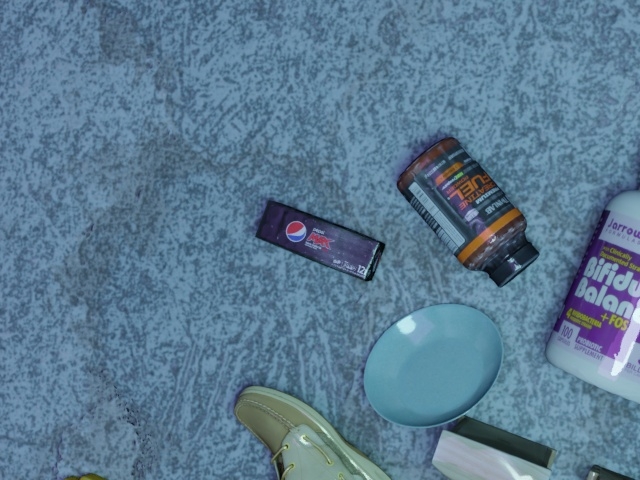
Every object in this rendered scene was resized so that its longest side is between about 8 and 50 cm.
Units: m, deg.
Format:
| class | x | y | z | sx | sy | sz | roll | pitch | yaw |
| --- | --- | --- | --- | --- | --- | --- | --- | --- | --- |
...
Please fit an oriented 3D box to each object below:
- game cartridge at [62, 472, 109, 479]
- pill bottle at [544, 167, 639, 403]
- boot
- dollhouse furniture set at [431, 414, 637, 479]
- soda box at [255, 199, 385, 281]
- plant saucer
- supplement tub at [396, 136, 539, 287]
| class | x | y | z | sx | sy | sz | roll | pitch | yaw |
| --- | --- | --- | --- | --- | --- | --- | --- | --- | --- |
| game cartridge | -0.288 | 0.524 | 1.676 | 0.285 | 0.053 | 0.323 | 22 | 90 | 13 |
| pill bottle | 0.410 | 0.042 | 1.466 | 0.169 | 0.169 | 0.301 | 23 | 93 | 13 |
| boot | -0.048 | 0.329 | 1.549 | 0.262 | 0.095 | 0.203 | 39 | 52 | 8 |
| dollhouse furniture set | 0.225 | 0.408 | 1.480 | 0.286 | 0.198 | 0.303 | 19 | 93 | 14 |
| soda box | 0.000 | 0.000 | 1.623 | 0.169 | 0.053 | 0.060 | 22 | 92 | 13 |
| plant saucer | 0.153 | 0.172 | 1.553 | 0.195 | 0.037 | 0.195 | -17 | 44 | 17 |
| supplement tub | 0.199 | -0.034 | 1.552 | 0.106 | 0.106 | 0.198 | -42 | 80 | 8 |
